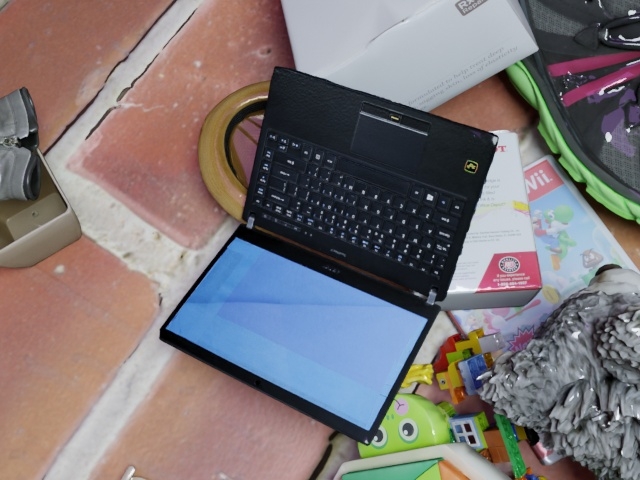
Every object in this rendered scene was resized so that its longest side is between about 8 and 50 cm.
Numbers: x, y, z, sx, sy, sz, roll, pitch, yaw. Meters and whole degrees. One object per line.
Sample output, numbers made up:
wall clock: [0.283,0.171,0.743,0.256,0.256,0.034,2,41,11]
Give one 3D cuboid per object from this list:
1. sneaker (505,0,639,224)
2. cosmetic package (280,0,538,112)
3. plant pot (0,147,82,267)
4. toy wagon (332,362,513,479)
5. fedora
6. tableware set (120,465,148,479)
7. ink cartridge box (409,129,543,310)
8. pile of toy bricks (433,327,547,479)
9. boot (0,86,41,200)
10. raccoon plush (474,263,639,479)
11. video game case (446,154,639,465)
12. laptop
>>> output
sneaker: [0.330,-0.191,0.731,0.185,0.202,0.483,-26,70,-32]
cosmetic package: [0.066,-0.335,0.777,0.217,0.156,0.385,-25,62,27]
plant pot: [-0.333,-0.029,0.781,0.109,0.096,0.109,-32,71,-8]
toy wagon: [0.084,0.276,0.585,0.267,0.068,0.344,-22,68,33]
fedora: [-0.044,-0.089,0.795,0.194,0.079,0.194,1,75,-2]
tableware set: [-0.183,0.323,0.685,0.168,0.020,0.141,34,75,15]
ink cartridge box: [0.153,-0.020,0.734,0.127,0.072,0.175,-4,70,3]
pile of toy bricks: [0.142,0.204,0.675,0.105,0.118,0.212,-22,82,41]
boot: [-0.386,-0.138,0.741,0.161,0.083,0.247,-15,75,-9]
raccoon plush: [0.309,0.214,0.483,0.216,0.299,0.446,-49,44,27]
video game case: [0.247,0.065,0.751,0.204,0.025,0.285,-28,71,-7]
laptop: [0.000,0.000,0.635,0.234,0.136,0.264,22,112,19]
